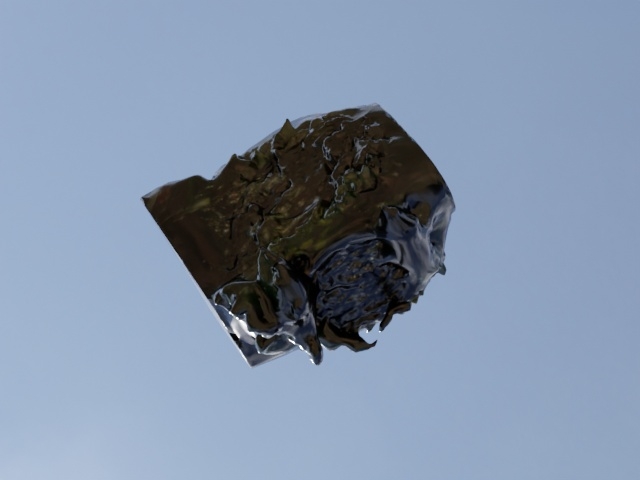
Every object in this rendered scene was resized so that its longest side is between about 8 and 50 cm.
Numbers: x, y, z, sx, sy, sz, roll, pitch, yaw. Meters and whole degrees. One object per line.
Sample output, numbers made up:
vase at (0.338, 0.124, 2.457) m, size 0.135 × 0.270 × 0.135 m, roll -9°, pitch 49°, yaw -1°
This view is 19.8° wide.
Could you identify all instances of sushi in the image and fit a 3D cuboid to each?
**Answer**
sushi at (0.000, 0.000, 0.594) m, size 0.083 × 0.056 × 0.085 m, roll -33°, pitch -148°, yaw -6°
